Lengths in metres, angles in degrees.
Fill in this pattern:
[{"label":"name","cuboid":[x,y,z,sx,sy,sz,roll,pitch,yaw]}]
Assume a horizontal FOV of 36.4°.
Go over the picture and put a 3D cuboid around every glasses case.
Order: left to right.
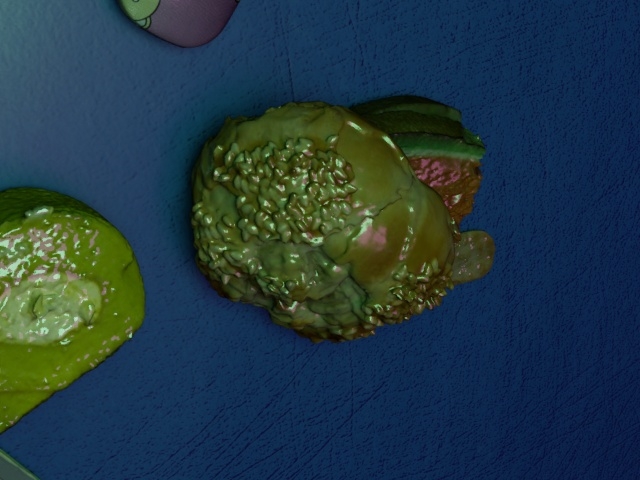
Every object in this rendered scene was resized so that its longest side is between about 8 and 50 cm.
[{"label":"glasses case","cuboid":[-0.097,-0.346,0.967,0.123,0.076,0.316,25,92,-31]}]

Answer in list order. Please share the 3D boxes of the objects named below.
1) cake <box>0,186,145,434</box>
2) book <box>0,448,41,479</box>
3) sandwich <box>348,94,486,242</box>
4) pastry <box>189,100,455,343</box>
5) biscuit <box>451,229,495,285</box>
[{"label":"cake","cuboid":[-0.306,0.058,0.935,0.260,0.156,0.179,-38,126,-16]},{"label":"book","cuboid":[-0.350,0.330,1.065,0.157,0.026,0.231,-44,120,-7]},{"label":"sandwich","cuboid":[0.093,-0.083,1.143,0.185,0.109,0.159,-4,117,-26]},{"label":"pastry","cuboid":[0.000,0.000,1.037,0.255,0.161,0.311,-31,126,30]},{"label":"biscuit","cuboid":[0.166,0.027,1.260,0.147,0.018,0.071,-10,111,-25]}]
